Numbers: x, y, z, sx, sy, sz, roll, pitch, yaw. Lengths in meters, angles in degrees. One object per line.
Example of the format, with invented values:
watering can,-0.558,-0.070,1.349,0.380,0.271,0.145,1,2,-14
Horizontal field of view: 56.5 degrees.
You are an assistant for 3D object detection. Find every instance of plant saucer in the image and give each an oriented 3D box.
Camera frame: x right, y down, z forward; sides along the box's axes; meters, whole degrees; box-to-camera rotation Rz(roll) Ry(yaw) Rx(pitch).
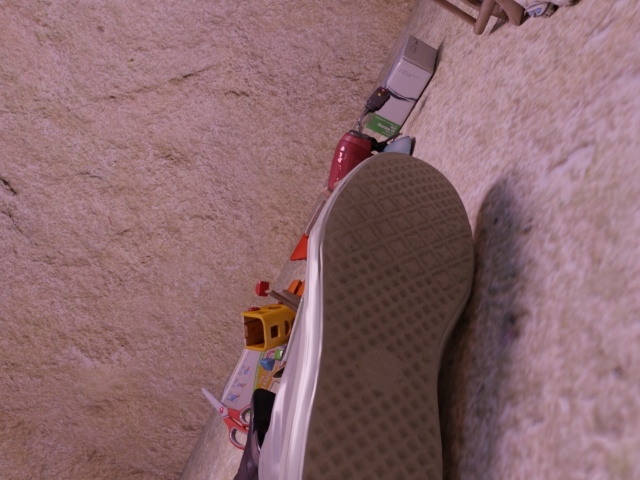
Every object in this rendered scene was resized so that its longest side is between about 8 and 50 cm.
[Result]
plant saucer,0.131,-0.139,1.267,0.195,0.037,0.195,-158,90,-80

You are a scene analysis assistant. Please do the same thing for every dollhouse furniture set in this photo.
dollhouse furniture set,0.000,0.000,1.156,0.262,0.135,0.259,-62,16,-15

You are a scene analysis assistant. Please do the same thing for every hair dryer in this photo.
hair dryer,0.104,-0.177,1.353,0.293,0.080,0.224,-53,-31,-16

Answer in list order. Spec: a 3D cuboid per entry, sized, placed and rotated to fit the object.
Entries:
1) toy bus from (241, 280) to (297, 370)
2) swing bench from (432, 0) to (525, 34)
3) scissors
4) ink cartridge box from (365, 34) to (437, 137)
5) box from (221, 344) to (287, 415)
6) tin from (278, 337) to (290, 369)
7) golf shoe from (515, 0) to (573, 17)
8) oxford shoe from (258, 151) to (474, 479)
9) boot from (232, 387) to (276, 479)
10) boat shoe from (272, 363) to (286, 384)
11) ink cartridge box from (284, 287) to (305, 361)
toy bus,-0.094,0.205,1.457,0.104,0.191,0.202,1,54,43
swing bench,0.274,-0.463,0.875,0.253,0.165,0.255,-62,12,11
scissors,-0.242,0.443,1.497,0.297,0.021,0.109,-1,69,48
ink cartridge box,0.202,-0.383,1.491,0.208,0.086,0.153,-60,7,42
box,-0.175,0.352,1.603,0.203,0.103,0.114,-64,6,0
tin,-0.043,0.221,1.346,0.190,0.040,0.106,-62,11,22
golf shoe,0.262,-0.314,0.693,0.069,0.086,0.176,-62,7,0
oxford shoe,0.044,0.088,0.555,0.130,0.169,0.449,120,168,-51
boot,-0.131,0.408,1.052,0.229,0.091,0.263,-62,8,14
boat shoe,-0.058,0.264,1.220,0.153,0.048,0.056,-56,10,56
ink cartridge box,-0.021,0.156,0.991,0.171,0.056,0.235,-73,0,-62
